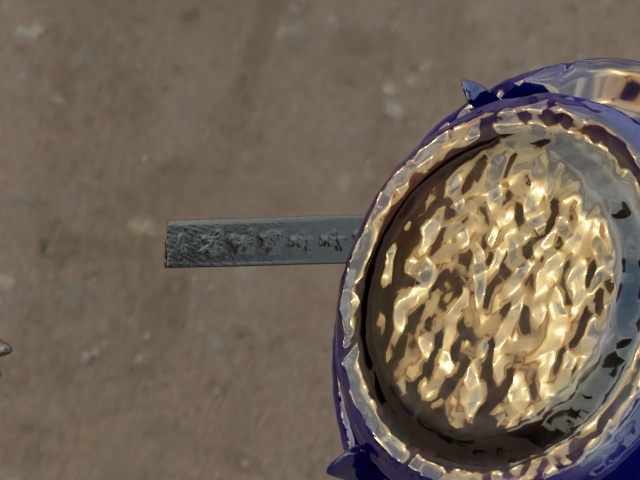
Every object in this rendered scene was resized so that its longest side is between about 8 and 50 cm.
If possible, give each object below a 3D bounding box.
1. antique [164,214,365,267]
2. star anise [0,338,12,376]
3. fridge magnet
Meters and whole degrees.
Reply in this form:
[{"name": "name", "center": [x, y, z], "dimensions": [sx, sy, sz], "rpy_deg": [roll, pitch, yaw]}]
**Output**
[{"name": "antique", "center": [0.000, 0.000, 1.179], "dimensions": [0.192, 0.015, 0.031], "rpy_deg": [-2, 90, 5]}, {"name": "star anise", "center": [-0.251, 0.070, 0.877], "dimensions": [0.288, 0.288, 0.088], "rpy_deg": [33, 48, 4]}, {"name": "fridge magnet", "center": [0.108, 0.037, 0.919], "dimensions": [0.113, 0.265, 0.265], "rpy_deg": [23, 41, -49]}]
